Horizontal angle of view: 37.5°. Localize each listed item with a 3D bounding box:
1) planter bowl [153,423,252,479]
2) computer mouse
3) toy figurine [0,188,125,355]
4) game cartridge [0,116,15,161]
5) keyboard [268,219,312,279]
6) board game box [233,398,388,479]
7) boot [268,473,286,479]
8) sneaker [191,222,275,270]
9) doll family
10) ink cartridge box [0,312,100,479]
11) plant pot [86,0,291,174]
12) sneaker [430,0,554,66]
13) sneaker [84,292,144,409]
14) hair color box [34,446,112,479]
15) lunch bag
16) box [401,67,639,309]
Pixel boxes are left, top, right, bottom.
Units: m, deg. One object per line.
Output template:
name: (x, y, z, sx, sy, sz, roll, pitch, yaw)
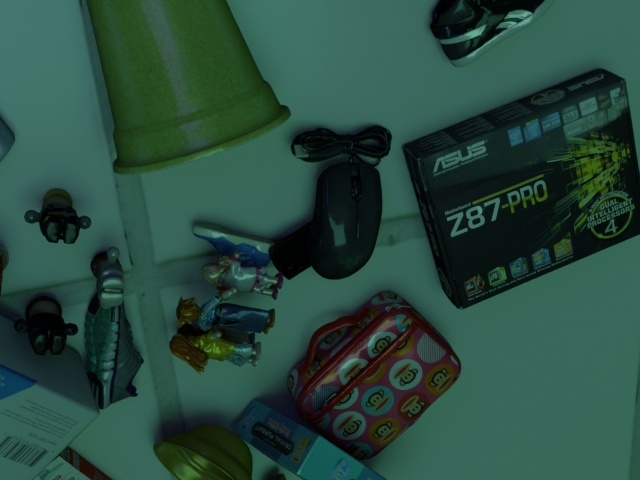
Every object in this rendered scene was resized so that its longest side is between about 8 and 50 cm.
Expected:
planter bowl: (-0.193, 0.402, 1.740, 0.217, 0.217, 0.090, 53, 54, -29)
computer mouse: (0.042, -0.053, 1.598, 0.188, 0.072, 0.272, -7, 110, -25)
toy figurine: (-0.429, 0.050, 1.502, 0.209, 0.148, 0.213, -40, 117, -2)
game cartridge: (-0.620, -0.129, 1.405, 0.294, 0.060, 0.196, -32, 124, 0)
keyboard: (0.000, 0.000, 1.661, 0.192, 0.038, 0.100, -32, 119, -12)
board game box: (0.031, 0.435, 1.750, 0.336, 0.253, 0.079, 38, 76, -28)
boot: (-0.190, 0.567, 1.852, 0.220, 0.109, 0.283, 13, 118, -17)
sneaker: (-0.157, 0.025, 1.612, 0.152, 0.058, 0.085, 15, 101, -29)
doll family: (-0.170, 0.143, 1.598, 0.163, 0.118, 0.263, 10, 132, -17)
ink cartridge box: (-0.606, 0.310, 1.523, 0.395, 0.166, 0.285, -44, 132, 8)
plant pot: (-0.210, -0.262, 1.363, 0.276, 0.276, 0.254, -19, 107, -7)
sneaker: (0.278, -0.389, 1.528, 0.217, 0.079, 0.121, -37, 121, 5)
sneaker: (-0.351, 0.179, 1.636, 0.098, 0.083, 0.224, -9, 118, -45)
hair color box: (-0.455, 0.452, 1.734, 0.093, 0.053, 0.167, -38, 121, 5)
lunch bag: (0.089, 0.242, 1.763, 0.293, 0.120, 0.258, -44, 115, 5)
box: (0.374, -0.091, 1.693, 0.394, 0.097, 0.318, -21, 116, -5)
